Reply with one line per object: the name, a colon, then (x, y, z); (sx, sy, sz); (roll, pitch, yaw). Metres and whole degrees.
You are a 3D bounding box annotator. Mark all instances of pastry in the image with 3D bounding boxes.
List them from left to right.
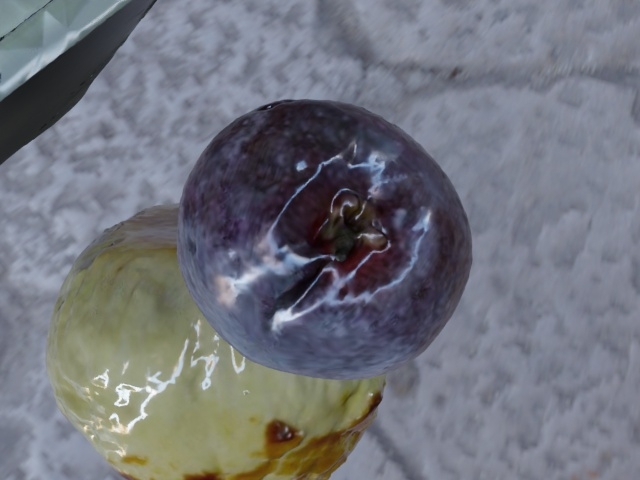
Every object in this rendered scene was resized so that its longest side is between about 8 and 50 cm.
pastry: (-0.103, 0.127, 1.920); (0.389, 0.388, 0.312); (4, 104, 11)

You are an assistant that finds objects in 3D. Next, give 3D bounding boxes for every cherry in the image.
cherry: (-0.005, 0.003, 1.138); (0.195, 0.195, 0.195); (3, 107, 11)

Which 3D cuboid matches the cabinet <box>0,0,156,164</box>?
cabinet: (-0.295, -0.144, 0.870); (0.318, 0.290, 0.227); (48, 151, -3)
